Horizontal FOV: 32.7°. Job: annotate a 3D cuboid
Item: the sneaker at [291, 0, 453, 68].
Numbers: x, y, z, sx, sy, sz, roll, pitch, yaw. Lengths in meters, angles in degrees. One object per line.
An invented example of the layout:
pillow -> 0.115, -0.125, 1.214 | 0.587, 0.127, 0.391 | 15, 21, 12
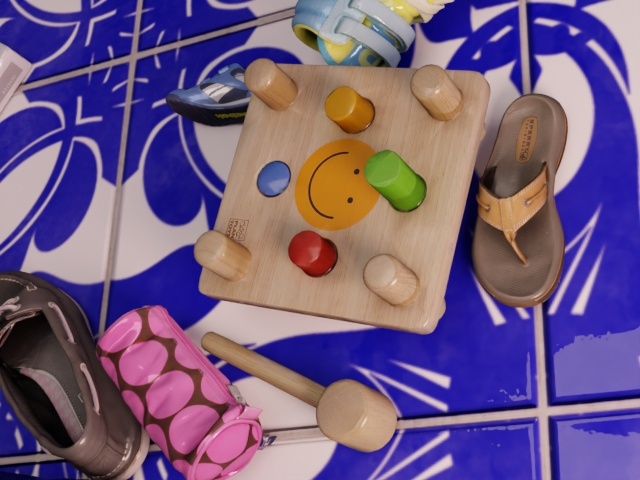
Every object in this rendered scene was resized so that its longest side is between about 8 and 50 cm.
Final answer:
sneaker -> 0.107, -0.254, 1.115 | 0.319, 0.127, 0.208 | 0, 66, 40

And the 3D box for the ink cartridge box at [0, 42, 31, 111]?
ink cartridge box -> -0.518, -0.209, 1.487 | 0.224, 0.056, 0.181 | 28, 84, 34

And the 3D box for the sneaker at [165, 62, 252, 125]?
sneaker -> -0.106, -0.166, 1.237 | 0.144, 0.053, 0.059 | 1, 69, 21

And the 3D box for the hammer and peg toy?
hammer and peg toy -> 0.000, 0.000, 1.040 | 0.266, 0.127, 0.361 | 8, 76, 30

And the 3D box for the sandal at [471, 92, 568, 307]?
sandal -> 0.185, -0.046, 1.012 | 0.090, 0.060, 0.219 | 3, 70, 30

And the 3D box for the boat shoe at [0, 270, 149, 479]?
boat shoe -> -0.302, 0.127, 1.184 | 0.112, 0.095, 0.335 | -49, 54, 2

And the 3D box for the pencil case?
pencil case -> -0.141, 0.147, 1.090 | 0.209, 0.095, 0.098 | 41, 115, 36

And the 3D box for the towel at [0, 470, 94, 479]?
towel -> -0.328, 0.260, 1.058 | 0.308, 0.227, 0.076 | -4, 77, 29
